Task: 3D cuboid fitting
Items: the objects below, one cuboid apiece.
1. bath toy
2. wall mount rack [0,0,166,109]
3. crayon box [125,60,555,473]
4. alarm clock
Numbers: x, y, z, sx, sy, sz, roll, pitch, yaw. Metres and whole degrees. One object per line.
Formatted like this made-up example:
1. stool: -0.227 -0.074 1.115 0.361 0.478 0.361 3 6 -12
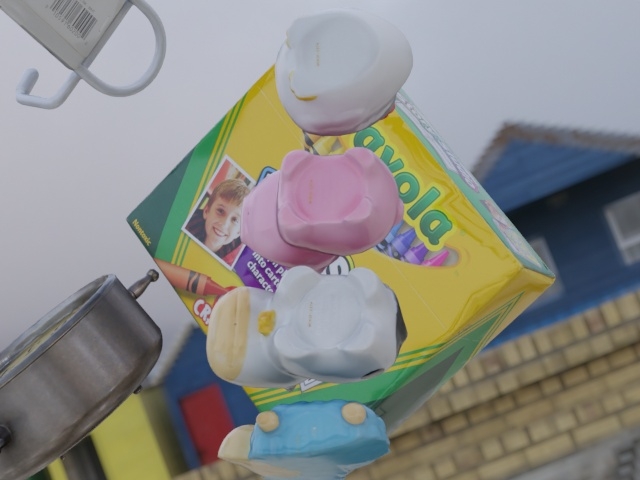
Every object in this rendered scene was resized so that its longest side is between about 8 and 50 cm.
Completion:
1. bath toy: 0.000 0.000 1.340 0.151 0.348 0.129 1 -19 16
2. wall mount rack: -0.292 -0.324 1.938 0.130 0.350 0.304 16 69 49
3. crayon box: 0.012 0.006 1.881 0.313 0.363 0.106 -46 -26 18
4. alarm clock: -0.153 0.087 0.983 0.129 0.064 0.192 -35 7 27
